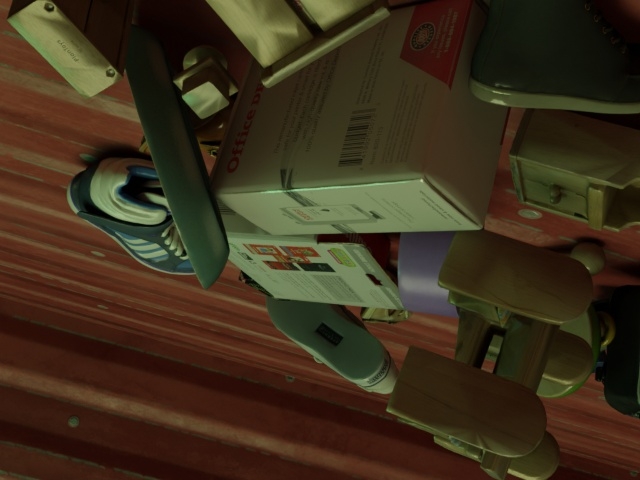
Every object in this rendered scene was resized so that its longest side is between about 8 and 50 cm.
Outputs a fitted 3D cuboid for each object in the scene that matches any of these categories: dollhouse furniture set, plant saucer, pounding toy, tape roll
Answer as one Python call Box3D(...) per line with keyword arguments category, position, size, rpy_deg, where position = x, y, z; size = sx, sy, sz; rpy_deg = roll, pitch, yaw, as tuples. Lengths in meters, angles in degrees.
Box3D(category="dollhouse furniture set", position=(-0.108, -0.301, 0.809), size=(0.355, 0.174, 0.303), rpy_deg=(-26, 132, 20))
Box3D(category="plant saucer", position=(-0.161, -0.100, 1.055), size=(0.043, 0.318, 0.317), rpy_deg=(-17, 162, -4))
Box3D(category="pounding toy", position=(0.395, 0.129, 1.436), size=(0.110, 0.237, 0.183), rpy_deg=(9, 169, -28))
Box3D(category="tape roll", position=(0.172, 0.011, 1.293), size=(0.080, 0.189, 0.189), rpy_deg=(8, 161, 20))
Box3D(category="dollhouse furniture set", position=(0.290, 0.084, 1.014), size=(0.256, 0.394, 0.362), rpy_deg=(18, 168, 21))

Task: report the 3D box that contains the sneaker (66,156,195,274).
Box3D(category="sneaker", position=(-0.263, -0.035, 1.579), size=(0.323, 0.130, 0.236), rpy_deg=(32, 160, -30))

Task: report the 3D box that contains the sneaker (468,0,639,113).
Box3D(category="sneaker", position=(0.249, -0.183, 0.828), size=(0.222, 0.083, 0.118), rpy_deg=(-4, 125, -16))

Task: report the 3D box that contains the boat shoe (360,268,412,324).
Box3D(category="boat shoe", position=(0.131, 0.109, 1.769), size=(0.098, 0.109, 0.302), rpy_deg=(7, 167, 4))

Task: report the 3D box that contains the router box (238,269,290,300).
Box3D(category="router box", position=(-0.098, 0.055, 1.790), size=(0.038, 0.092, 0.122), rpy_deg=(-1, 156, 39))

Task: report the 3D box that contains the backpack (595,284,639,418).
Box3D(category="backpack", position=(0.585, 0.174, 1.419), size=(0.253, 0.225, 0.191), rpy_deg=(12, 166, -19))

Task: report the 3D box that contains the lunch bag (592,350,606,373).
Box3D(category="lunch bag", position=(0.549, 0.233, 1.883), size=(0.067, 0.065, 0.098), rpy_deg=(-12, 156, 15))

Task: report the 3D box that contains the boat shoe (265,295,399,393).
Box3D(category="boat shoe", position=(0.035, 0.192, 1.862), size=(0.367, 0.136, 0.156), rpy_deg=(34, 171, 43))

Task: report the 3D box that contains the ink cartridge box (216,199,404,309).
Box3D(category="ink cartridge box", position=(0.000, 0.000, 1.487), size=(0.272, 0.130, 0.309), rpy_deg=(5, 160, 23))

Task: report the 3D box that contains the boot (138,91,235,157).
Box3D(category="boot", position=(-0.157, -0.137, 1.269), size=(0.152, 0.073, 0.197), rpy_deg=(28, 155, -22))

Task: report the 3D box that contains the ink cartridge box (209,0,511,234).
Box3D(category="ink cartridge box", position=(0.042, -0.121, 0.961), size=(0.283, 0.207, 0.117), rpy_deg=(-1, 155, 41))

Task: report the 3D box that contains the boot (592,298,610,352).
Box3D(category="boot", position=(0.484, 0.145, 1.616), size=(0.246, 0.083, 0.161), rpy_deg=(-13, 150, 18))
